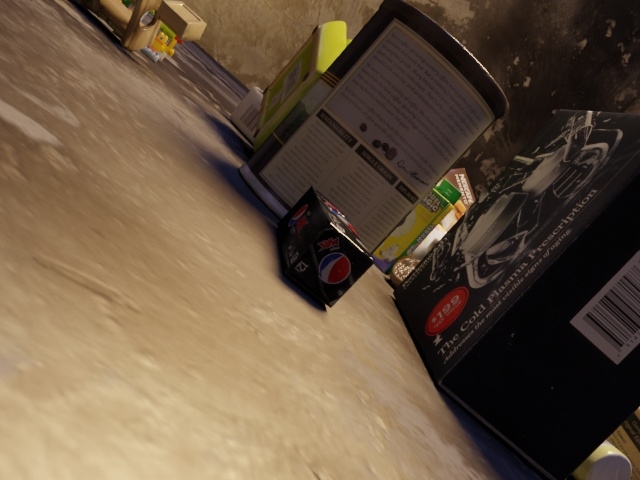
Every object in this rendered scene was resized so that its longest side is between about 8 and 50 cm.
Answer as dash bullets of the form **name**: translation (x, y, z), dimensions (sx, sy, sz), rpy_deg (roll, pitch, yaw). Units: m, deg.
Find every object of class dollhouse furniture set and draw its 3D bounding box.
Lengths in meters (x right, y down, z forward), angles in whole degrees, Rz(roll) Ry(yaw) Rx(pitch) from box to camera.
- **dollhouse furniture set**: translation (-0.288, -0.312, 0.937), dimensions (0.182, 0.101, 0.161), rpy_deg (45, 32, 14)

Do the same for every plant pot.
- **plant pot**: translation (0.029, -0.192, 1.067), dimensions (0.207, 0.227, 0.228), rpy_deg (32, 36, -22)

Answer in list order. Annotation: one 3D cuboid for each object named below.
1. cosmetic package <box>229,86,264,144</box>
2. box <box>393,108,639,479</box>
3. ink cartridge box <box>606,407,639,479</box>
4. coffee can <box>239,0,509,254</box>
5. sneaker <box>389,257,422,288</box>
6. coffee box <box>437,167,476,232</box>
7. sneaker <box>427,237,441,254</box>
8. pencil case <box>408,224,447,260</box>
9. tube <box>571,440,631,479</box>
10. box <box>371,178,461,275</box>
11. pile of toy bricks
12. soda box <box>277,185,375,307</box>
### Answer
- **cosmetic package**: translation (-0.055, -0.183, 1.299), dimensions (0.231, 0.085, 0.117), rpy_deg (31, 14, -50)
- **box**: translation (0.277, 0.035, 0.788), dimensions (0.179, 0.343, 0.312), rpy_deg (40, 7, -9)
- **ink cartridge box**: translation (0.461, 0.318, 0.902), dimensions (0.234, 0.088, 0.193), rpy_deg (26, 30, -50)
- **coffee can**: translation (0.063, -0.126, 0.843), dimensions (0.201, 0.275, 0.201), rpy_deg (42, 7, -6)
- **sneaker**: translation (0.164, 0.069, 1.103), dimensions (0.066, 0.071, 0.188), rpy_deg (37, 27, 27)
- **coffee box**: translation (0.285, -0.028, 1.516), dimensions (0.141, 0.098, 0.247), rpy_deg (-7, 76, -39)
- **sneaker**: translation (0.243, 0.089, 1.225), dimensions (0.115, 0.090, 0.232), rpy_deg (27, 31, -35)
- **pencil case**: translation (0.149, -0.026, 1.291), dimensions (0.113, 0.124, 0.273), rpy_deg (3, -17, 36)
- **tube**: translation (0.300, 0.238, 0.879), dimensions (0.240, 0.062, 0.070), rpy_deg (-130, -148, -69)
- **box**: translation (0.136, -0.042, 1.111), dimensions (0.105, 0.179, 0.043), rpy_deg (45, 8, 24)
- **pile of toy bricks**: translation (-0.306, -0.393, 1.103), dimensions (0.212, 0.105, 0.118), rpy_deg (39, 8, -24)
- **soda box**: translation (0.000, 0.000, 0.638), dimensions (0.053, 0.060, 0.169), rpy_deg (41, 7, -15)
